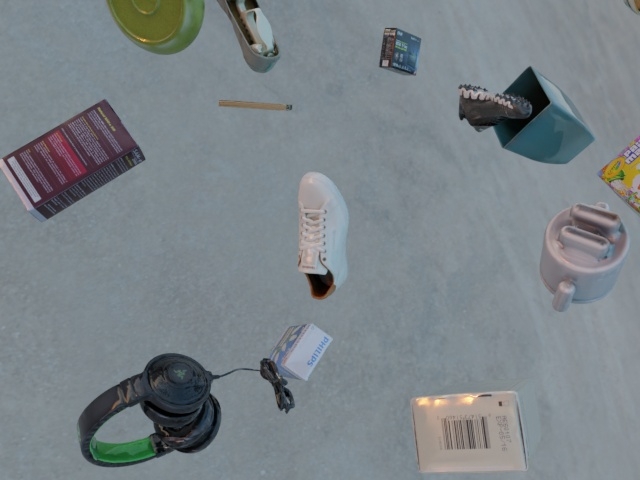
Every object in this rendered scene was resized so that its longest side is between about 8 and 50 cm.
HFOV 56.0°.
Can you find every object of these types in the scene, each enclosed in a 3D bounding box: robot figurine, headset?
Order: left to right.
[{"bbox_3d":[-0.257,0.336,1.162,0.394,0.243,0.185,-23,52,-17],"label":"headset"},{"bbox_3d":[0.684,0.043,1.577,0.300,0.200,0.353,-55,152,-15],"label":"robot figurine"}]

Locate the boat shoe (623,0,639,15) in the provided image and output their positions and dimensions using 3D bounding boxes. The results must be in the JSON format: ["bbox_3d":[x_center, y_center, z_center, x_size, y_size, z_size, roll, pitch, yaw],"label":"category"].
[{"bbox_3d":[0.767,-0.424,1.025,0.500,0.156,0.187,2,107,-15],"label":"boat shoe"}]

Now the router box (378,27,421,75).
[{"bbox_3d":[0.194,-0.456,1.459,0.122,0.038,0.092,-5,104,-51],"label":"router box"}]

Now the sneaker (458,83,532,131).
[{"bbox_3d":[0.421,-0.313,1.476,0.078,0.234,0.106,-7,116,-29],"label":"sneaker"}]

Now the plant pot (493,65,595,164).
[{"bbox_3d":[0.601,-0.309,1.599,0.234,0.165,0.165,20,43,-27],"label":"plant pot"}]

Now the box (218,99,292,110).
[{"bbox_3d":[-0.193,-0.411,1.829,0.164,0.201,0.021,-74,167,-76],"label":"box"}]

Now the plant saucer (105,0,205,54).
[{"bbox_3d":[-0.353,-0.501,1.238,0.241,0.241,0.037,56,33,-15],"label":"plant saucer"}]

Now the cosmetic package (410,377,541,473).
[{"bbox_3d":[0.265,0.293,0.983,0.309,0.160,0.113,21,61,-64],"label":"cosmetic package"}]

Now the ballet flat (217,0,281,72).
[{"bbox_3d":[-0.122,-0.384,0.990,0.072,0.068,0.213,-28,97,-29],"label":"ballet flat"}]

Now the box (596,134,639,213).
[{"bbox_3d":[0.833,-0.138,1.311,0.177,0.290,0.279,29,25,-36],"label":"box"}]

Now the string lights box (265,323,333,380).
[{"bbox_3d":[-0.067,0.307,1.659,0.077,0.260,0.133,37,71,-8],"label":"string lights box"}]

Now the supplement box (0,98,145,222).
[{"bbox_3d":[-0.487,-0.158,1.189,0.239,0.073,0.130,-34,78,-12],"label":"supplement box"}]

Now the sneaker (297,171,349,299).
[{"bbox_3d":[0.000,0.000,1.301,0.123,0.106,0.290,-50,136,-50],"label":"sneaker"}]
